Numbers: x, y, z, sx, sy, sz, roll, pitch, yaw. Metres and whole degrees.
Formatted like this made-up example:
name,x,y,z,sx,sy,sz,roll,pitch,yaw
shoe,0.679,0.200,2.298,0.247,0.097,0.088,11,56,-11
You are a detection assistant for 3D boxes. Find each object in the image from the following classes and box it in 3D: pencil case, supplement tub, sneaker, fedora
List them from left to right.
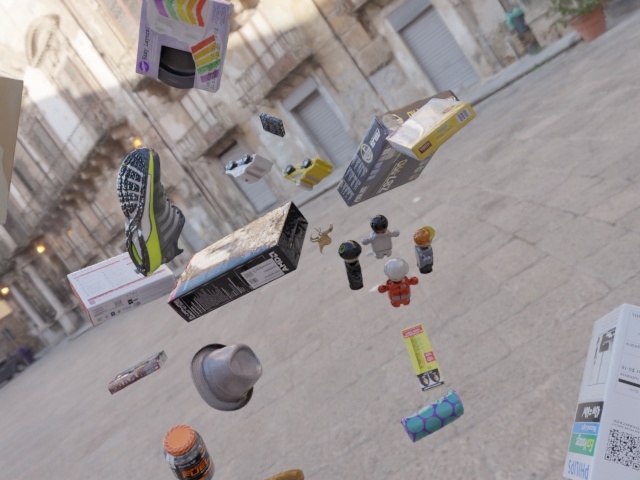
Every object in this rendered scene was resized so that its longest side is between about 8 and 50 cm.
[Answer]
name,x,y,z,sx,sy,sz,roll,pitch,yaw
sneaker,-0.371,-0.071,1.259,0.121,0.111,0.299,-28,-44,-44
supplement tub,-0.388,0.635,1.651,0.117,0.190,0.117,-8,36,6
fedora,-0.290,0.433,1.880,0.124,0.243,0.275,-36,-21,20
pencil case,0.270,0.421,1.352,0.152,0.064,0.070,-29,24,-2

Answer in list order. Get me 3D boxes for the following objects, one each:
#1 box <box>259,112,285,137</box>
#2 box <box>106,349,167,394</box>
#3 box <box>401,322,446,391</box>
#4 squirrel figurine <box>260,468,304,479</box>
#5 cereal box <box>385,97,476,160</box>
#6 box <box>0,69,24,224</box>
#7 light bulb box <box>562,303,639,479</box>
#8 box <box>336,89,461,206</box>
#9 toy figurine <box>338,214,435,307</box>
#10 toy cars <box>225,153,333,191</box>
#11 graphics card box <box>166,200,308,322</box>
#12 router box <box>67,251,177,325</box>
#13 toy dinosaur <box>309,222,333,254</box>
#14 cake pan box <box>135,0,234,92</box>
name,x,y,z,sx,sy,sz,roll,pitch,yaw
box,-0.159,-0.381,1.858,0.018,0.083,0.067,-52,-29,-25
box,-0.458,0.330,1.414,0.137,0.027,0.094,-29,6,-3
box,0.372,0.424,2.038,0.087,0.232,0.058,-21,-23,11
squirrel figurine,-0.260,0.904,1.714,0.397,0.280,0.370,4,-30,-37
cereal box,0.272,-0.286,1.427,0.173,0.047,0.240,-40,18,4
box,-0.713,-0.197,1.147,0.121,0.148,0.311,-3,-65,-51
light bulb box,0.714,0.358,1.104,0.225,0.358,0.360,58,-130,-69
box,0.250,-0.291,1.829,0.318,0.097,0.395,-22,-20,-27
toy figurine,0.172,0.040,1.430,0.213,0.148,0.209,21,51,34
toy cars,-0.152,-0.227,1.955,0.394,0.087,0.176,5,-17,9
graphics card box,-0.216,0.055,1.507,0.371,0.094,0.232,-28,24,22
router box,-0.775,0.164,2.203,0.336,0.082,0.301,-23,34,-27
toy dinosaur,0.000,0.000,2.402,0.053,0.093,0.183,-74,3,-50
cake pan box,-0.394,-0.575,1.616,0.070,0.246,0.266,-82,8,-63
